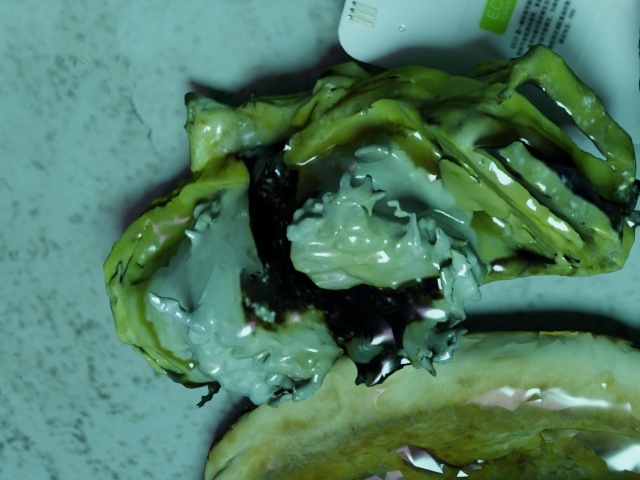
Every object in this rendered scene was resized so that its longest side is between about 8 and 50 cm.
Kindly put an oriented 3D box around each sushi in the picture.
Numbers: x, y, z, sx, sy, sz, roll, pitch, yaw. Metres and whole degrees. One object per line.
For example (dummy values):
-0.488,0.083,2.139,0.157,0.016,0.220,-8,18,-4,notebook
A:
0.002,-0.005,0.662,0.291,0.131,0.139,-17,129,44,sushi

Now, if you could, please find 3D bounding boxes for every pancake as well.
0.098,0.207,0.830,0.382,0.071,0.382,5,124,8,pancake

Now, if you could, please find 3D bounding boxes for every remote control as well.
0.137,-0.096,0.638,0.250,0.034,0.103,16,125,0,remote control

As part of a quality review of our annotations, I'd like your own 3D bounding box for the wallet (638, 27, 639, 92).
0.262,-0.052,0.602,0.245,0.052,0.168,-12,124,5,wallet
